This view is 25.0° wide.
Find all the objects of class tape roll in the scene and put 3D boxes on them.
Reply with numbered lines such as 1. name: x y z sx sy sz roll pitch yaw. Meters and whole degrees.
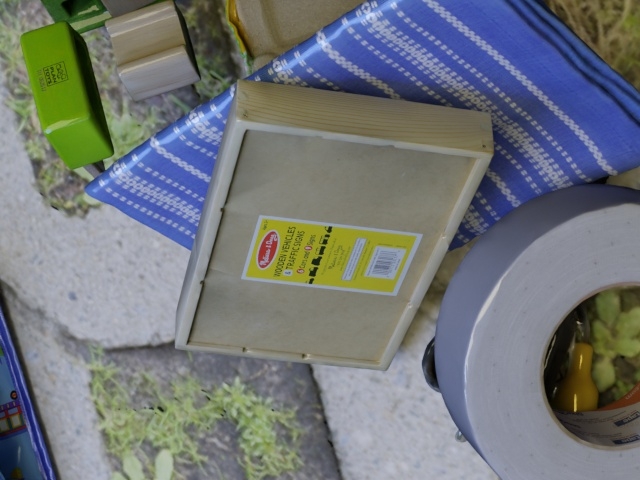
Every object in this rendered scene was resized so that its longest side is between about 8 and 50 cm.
1. tape roll: 0.191 0.075 0.975 0.219 0.072 0.219 -3 104 -11

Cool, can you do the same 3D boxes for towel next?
1. towel: 0.042 -0.053 0.983 0.336 0.243 0.040 -28 48 30

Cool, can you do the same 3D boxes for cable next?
1. cable: 0.173 0.036 1.059 0.139 0.072 0.287 25 94 31

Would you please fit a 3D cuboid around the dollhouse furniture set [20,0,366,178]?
1. dollhouse furniture set: -0.054 -0.172 1.036 0.301 0.151 0.198 -18 72 3

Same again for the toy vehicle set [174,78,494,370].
1. toy vehicle set: 0.000 0.000 1.000 0.165 0.035 0.267 7 142 -11

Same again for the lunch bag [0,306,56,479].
1. lunch bag: -0.350 0.192 1.250 0.220 0.138 0.293 -17 104 22
